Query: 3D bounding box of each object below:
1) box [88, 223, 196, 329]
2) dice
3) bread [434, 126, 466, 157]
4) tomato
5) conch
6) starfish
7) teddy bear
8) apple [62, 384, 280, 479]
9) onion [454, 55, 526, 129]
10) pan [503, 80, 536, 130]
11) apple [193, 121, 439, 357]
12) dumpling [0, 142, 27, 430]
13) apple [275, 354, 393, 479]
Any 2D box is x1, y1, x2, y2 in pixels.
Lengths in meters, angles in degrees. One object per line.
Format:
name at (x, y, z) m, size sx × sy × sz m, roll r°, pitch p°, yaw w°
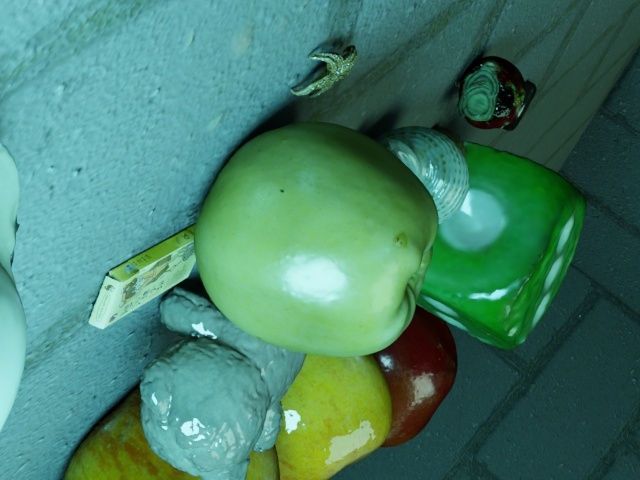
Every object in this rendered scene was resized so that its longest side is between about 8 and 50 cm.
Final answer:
box at (-0.178, 0.036, 1.058) m, size 0.149 × 0.020 × 0.073 m, roll -34°, pitch 159°, yaw -50°
dice at (0.296, 0.009, 1.842) m, size 0.297 × 0.287 × 0.300 m, roll -63°, pitch 158°, yaw -8°
bread at (0.198, -0.134, 1.708) m, size 0.113 × 0.082 × 0.060 m, roll -55°, pitch 164°, yaw 6°
tomato at (0.121, 0.238, 2.000) m, size 0.293 × 0.290 × 0.325 m, roll -56°, pitch 173°, yaw 10°
conch at (0.116, -0.096, 1.439) m, size 0.172 × 0.131 × 0.200 m, roll -31°, pitch 130°, yaw 14°
starfish at (0.006, -0.179, 1.071) m, size 0.091 × 0.028 × 0.078 m, roll -40°, pitch 166°, yaw -23°
teddy bear at (-0.110, 0.155, 1.184) m, size 0.151 × 0.236 × 0.267 m, roll -10°, pitch -147°, yaw 42°
apple at (-0.179, 0.330, 1.311) m, size 0.301 × 0.301 × 0.301 m, roll -47°, pitch 166°, yaw -15°
onion at (0.276, -0.237, 1.627) m, size 0.119 × 0.119 × 0.117 m, roll -19°, pitch 131°, yaw -66°
pan at (0.397, -0.270, 2.084) m, size 0.212 × 0.040 × 0.114 m, roll -28°, pitch 149°, yaw -59°
apple at (0.000, 0.000, 1.074) m, size 0.262 × 0.262 × 0.262 m, roll -47°, pitch 166°, yaw -15°
dumpling at (-0.273, 0.047, 0.563) m, size 0.175 × 0.243 × 0.227 m, roll -13°, pitch 146°, yaw 7°
apple at (-0.041, 0.262, 1.588) m, size 0.299 × 0.275 × 0.299 m, roll -44°, pitch 170°, yaw -10°
